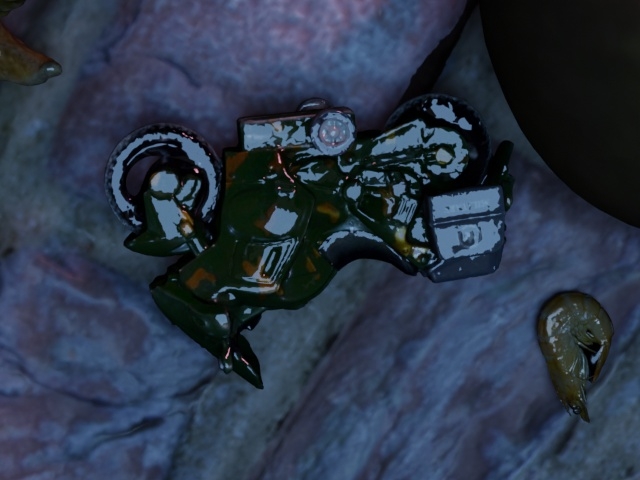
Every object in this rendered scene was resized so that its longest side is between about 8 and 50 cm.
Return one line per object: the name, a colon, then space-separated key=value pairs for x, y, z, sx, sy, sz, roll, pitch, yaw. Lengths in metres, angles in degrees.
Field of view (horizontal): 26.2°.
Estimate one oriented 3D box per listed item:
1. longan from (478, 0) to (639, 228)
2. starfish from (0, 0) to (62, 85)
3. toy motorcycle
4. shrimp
longan: x=0.266 y=-0.165 z=0.781 sx=0.360 sy=0.361 sz=0.361 roll=-3 pitch=111 yaw=-7
starfish: x=-0.047 y=-0.214 z=0.780 sx=0.432 sy=0.082 sz=0.324 roll=-12 pitch=147 yaw=2
toy motorcycle: x=0.000 y=0.000 z=0.923 sx=0.274 sy=0.125 sz=0.187 roll=-8 pitch=102 yaw=-5
shrimp: x=0.199 y=0.087 z=1.037 sx=0.059 sy=0.023 sz=0.108 roll=-26 pitch=113 yaw=-7
